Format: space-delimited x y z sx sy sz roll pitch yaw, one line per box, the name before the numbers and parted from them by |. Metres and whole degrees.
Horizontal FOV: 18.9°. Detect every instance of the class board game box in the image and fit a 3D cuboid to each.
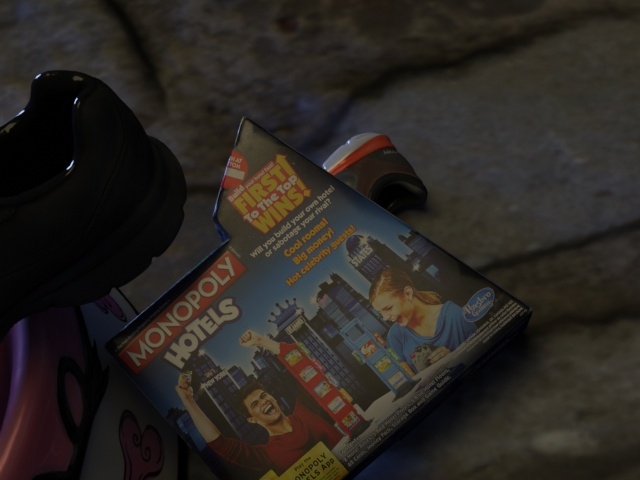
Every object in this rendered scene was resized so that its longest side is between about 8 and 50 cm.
board game box | -0.016 0.037 1.094 0.194 0.060 0.194 -40 78 -8

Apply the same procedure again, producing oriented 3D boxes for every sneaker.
sneaker | 0.000 0.000 1.158 0.158 0.061 0.065 -42 62 -11
sneaker | -0.201 0.019 0.979 0.109 0.130 0.286 36 74 30

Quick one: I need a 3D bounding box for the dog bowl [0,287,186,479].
dog bowl | -0.293 0.126 1.107 0.408 0.150 0.408 -8 57 12
